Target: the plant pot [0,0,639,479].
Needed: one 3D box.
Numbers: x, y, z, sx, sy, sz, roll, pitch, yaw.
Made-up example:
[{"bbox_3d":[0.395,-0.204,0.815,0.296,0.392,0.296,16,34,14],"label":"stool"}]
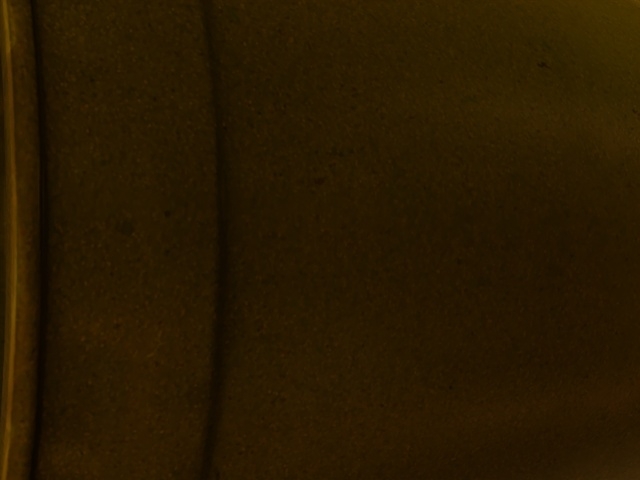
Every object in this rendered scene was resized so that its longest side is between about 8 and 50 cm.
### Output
[{"bbox_3d":[0.000,0.000,0.709,0.353,0.366,0.367,0,76,-23],"label":"plant pot"}]
